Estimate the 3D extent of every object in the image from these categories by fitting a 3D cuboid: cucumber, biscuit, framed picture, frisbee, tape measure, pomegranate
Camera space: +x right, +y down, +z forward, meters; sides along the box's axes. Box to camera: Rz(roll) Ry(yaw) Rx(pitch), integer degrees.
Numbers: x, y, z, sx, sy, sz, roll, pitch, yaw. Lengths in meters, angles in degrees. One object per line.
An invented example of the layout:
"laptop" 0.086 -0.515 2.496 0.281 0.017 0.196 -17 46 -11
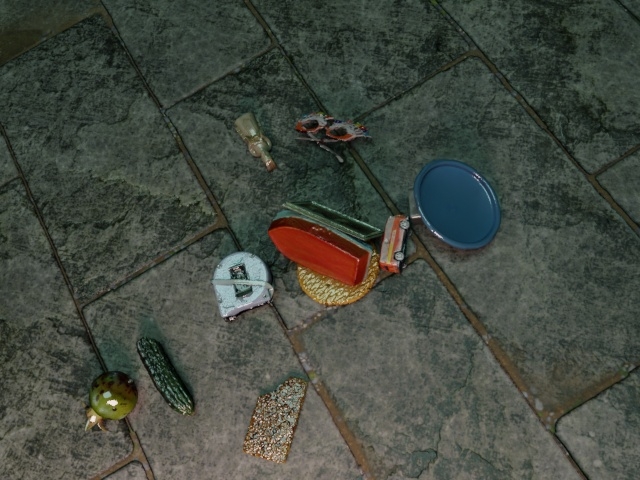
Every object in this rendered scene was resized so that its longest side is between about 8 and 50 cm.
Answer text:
"cucumber" -0.448 0.396 1.811 0.077 0.077 0.265 -35 67 -4
"biscuit" 0.052 0.074 1.869 0.254 0.035 0.253 -3 70 9
"framed picture" 0.045 -0.064 1.837 0.274 0.217 0.017 23 103 16
"frisbee" 0.393 -0.103 1.830 0.290 0.049 0.289 9 65 -19
"tape measure" -0.231 0.125 1.862 0.182 0.107 0.180 -26 74 2
"biscuit" -0.125 0.488 1.747 0.131 0.026 0.236 13 73 12
"pomegranate" -0.598 0.453 1.792 0.169 0.149 0.148 -50 64 30

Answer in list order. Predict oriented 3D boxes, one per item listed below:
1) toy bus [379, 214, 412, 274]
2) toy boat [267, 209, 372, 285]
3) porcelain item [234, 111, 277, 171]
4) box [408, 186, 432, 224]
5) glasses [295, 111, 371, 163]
"toy bus" 0.220 0.007 1.846 0.077 0.079 0.174 6 70 17
"toy boat" 0.000 0.000 1.819 0.332 0.145 0.133 25 40 20
"porcelain item" -0.206 -0.321 2.055 0.084 0.054 0.213 -29 68 0
"box" 0.303 -0.104 1.873 0.069 0.084 0.122 -8 67 17
"glasses" 0.036 -0.344 2.022 0.256 0.095 0.162 20 46 18
